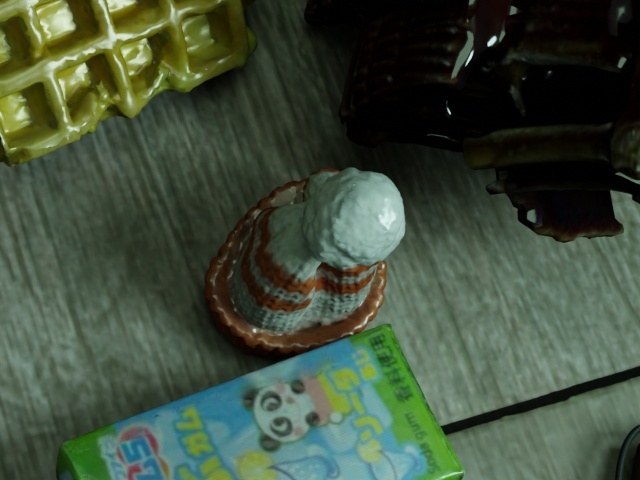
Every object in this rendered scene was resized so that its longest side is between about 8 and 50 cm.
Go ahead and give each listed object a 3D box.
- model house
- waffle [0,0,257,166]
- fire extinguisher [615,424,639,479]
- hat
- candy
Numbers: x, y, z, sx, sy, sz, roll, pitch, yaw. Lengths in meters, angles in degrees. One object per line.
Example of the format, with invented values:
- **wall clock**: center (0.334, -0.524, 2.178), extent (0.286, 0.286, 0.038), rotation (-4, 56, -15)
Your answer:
- **model house**: center (0.127, -0.141, 1.044), extent (0.282, 0.297, 0.317), rotation (7, 76, 27)
- **waffle**: center (-0.121, -0.185, 1.008), extent (0.219, 0.057, 0.229), rotation (-24, 110, -22)
- **fire extinguisher**: center (0.184, 0.152, 0.981), extent (0.056, 0.039, 0.132), rotation (21, 62, -10)
- **hat**: center (0.000, 0.000, 0.951), extent (0.093, 0.162, 0.112), rotation (35, 67, 4)
- **candy**: center (-0.031, 0.124, 0.940), extent (0.194, 0.062, 0.097), rotation (-19, 70, -18)
